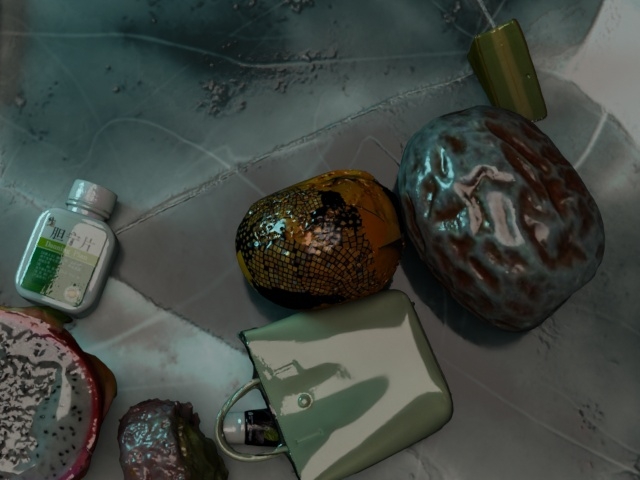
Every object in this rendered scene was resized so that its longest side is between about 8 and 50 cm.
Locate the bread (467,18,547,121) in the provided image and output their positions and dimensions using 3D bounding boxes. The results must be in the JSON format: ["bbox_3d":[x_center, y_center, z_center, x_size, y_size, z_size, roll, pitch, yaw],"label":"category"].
[{"bbox_3d":[0.275,-0.234,1.934,0.074,0.084,0.139,-24,81,-6],"label":"bread"}]

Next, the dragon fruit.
[{"bbox_3d":[-0.415,0.226,1.790,0.290,0.189,0.291,0,87,-2],"label":"dragon fruit"}]

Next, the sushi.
[{"bbox_3d":[-0.188,0.322,1.766,0.107,0.161,0.241,-16,82,13],"label":"sushi"}]

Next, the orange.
[{"bbox_3d":[0.000,0.000,1.813,0.234,0.234,0.182,-14,106,-4],"label":"orange"}]

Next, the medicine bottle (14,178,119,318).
[{"bbox_3d":[-0.346,0.010,1.884,0.119,0.069,0.183,19,78,5],"label":"medicine bottle"}]

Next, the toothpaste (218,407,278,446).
[{"bbox_3d":[-0.046,0.256,1.855,0.193,0.045,0.071,2,79,-6],"label":"toothpaste"}]

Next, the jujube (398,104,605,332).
[{"bbox_3d":[0.240,-0.040,1.827,0.246,0.215,0.308,-42,81,-9],"label":"jujube"}]

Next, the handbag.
[{"bbox_3d":[0.007,0.205,1.810,0.315,0.109,0.241,-19,77,-14],"label":"handbag"}]
